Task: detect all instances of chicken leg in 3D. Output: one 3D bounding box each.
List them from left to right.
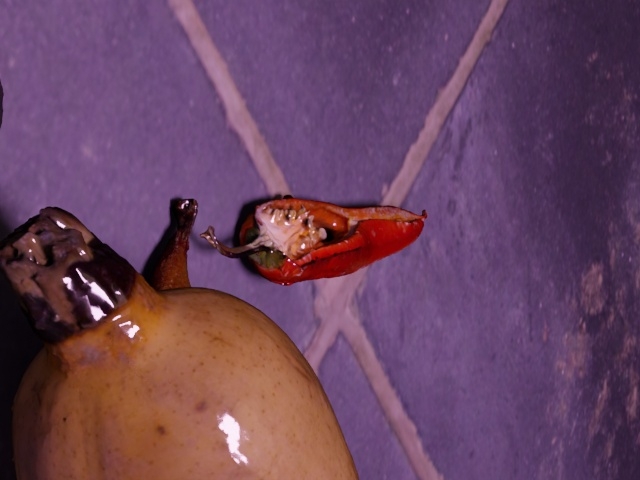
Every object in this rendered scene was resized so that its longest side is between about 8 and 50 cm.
[{"bbox_3d":[-0.088,0.048,1.186,0.062,0.037,0.145,-25,118,-79],"label":"chicken leg"}]

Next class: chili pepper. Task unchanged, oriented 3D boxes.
[{"bbox_3d":[0.000,0.000,1.313,0.050,0.059,0.268,-53,159,22],"label":"chili pepper"}]

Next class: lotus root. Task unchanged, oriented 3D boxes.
[{"bbox_3d":[-0.083,0.111,1.069,0.183,0.183,0.310,-54,133,-40],"label":"lotus root"}]

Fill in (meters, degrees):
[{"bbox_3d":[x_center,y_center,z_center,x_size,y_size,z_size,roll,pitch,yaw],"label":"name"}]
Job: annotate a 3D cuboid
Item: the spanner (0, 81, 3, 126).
[{"bbox_3d":[-0.225,-0.030,0.978,0.208,0.012,0.046,-46,132,-45],"label":"spanner"}]
